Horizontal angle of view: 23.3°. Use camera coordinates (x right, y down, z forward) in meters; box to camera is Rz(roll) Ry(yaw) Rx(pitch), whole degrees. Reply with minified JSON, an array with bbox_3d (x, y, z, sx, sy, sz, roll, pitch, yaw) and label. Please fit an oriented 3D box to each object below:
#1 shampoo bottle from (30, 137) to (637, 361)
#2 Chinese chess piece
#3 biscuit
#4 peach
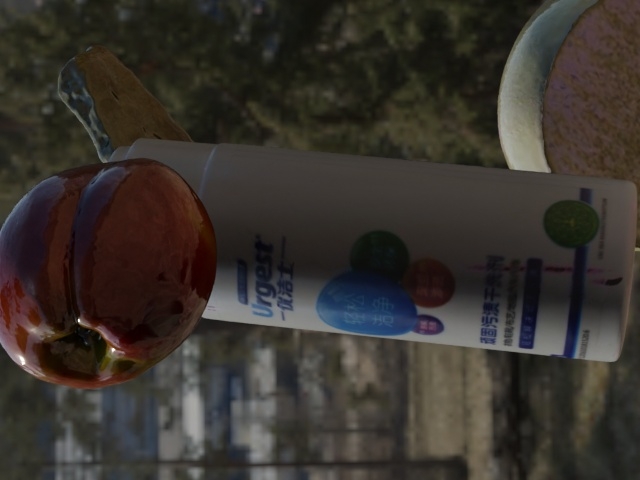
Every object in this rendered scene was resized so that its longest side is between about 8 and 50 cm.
[{"bbox_3d":[0.000,0.000,0.771,0.092,0.303,0.092,6,-90,-84],"label":"shampoo bottle"},{"bbox_3d":[0.300,-0.123,1.456,0.112,0.270,0.270,-152,64,-70],"label":"Chinese chess piece"},{"bbox_3d":[-0.149,-0.053,1.153,0.039,0.174,0.183,-37,8,30],"label":"biscuit"},{"bbox_3d":[-0.093,0.011,0.668,0.101,0.101,0.100,-179,90,-75],"label":"peach"}]
